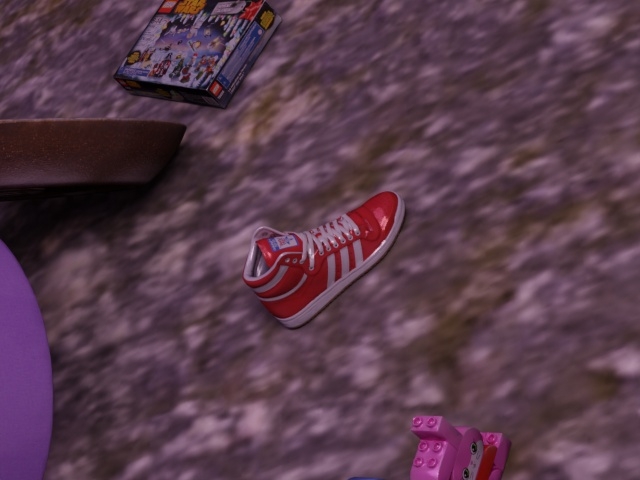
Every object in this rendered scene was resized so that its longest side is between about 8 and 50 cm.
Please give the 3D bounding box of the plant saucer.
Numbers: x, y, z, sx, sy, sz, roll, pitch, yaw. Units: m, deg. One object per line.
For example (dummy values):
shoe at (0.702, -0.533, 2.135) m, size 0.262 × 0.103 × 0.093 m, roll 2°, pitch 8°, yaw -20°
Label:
plant saucer at (-0.255, -0.056, 1.189) m, size 0.311 × 0.311 × 0.050 m, roll -4°, pitch 91°, yaw 40°

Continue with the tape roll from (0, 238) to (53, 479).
tape roll at (-0.311, 0.112, 1.110) m, size 0.275 × 0.090 × 0.274 m, roll -1°, pitch 88°, yaw 41°

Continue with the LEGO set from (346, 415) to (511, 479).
LEGO set at (0.015, 0.188, 0.844) m, size 0.087 × 0.093 × 0.227 m, roll -4°, pitch 55°, yaw 40°

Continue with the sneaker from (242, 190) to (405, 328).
sneaker at (0.000, 0.000, 1.042) m, size 0.118 × 0.067 × 0.042 m, roll -46°, pitch 39°, yaw 1°

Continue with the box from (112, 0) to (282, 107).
box at (-0.105, -0.161, 1.309) m, size 0.137 × 0.027 × 0.094 m, roll 13°, pitch 65°, yaw 47°
